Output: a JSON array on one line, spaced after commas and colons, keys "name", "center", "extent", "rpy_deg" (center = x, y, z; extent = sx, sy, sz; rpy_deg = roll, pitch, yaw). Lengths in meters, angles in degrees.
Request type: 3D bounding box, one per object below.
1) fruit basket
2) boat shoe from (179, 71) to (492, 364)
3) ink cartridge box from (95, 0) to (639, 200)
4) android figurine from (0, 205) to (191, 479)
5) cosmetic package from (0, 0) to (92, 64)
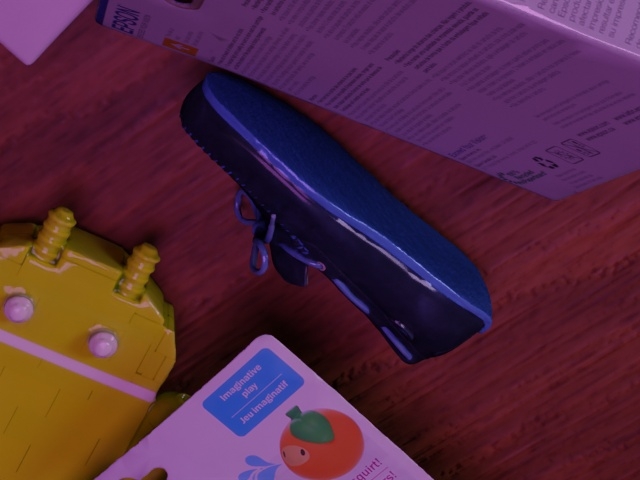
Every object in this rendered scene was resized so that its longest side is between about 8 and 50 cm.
[{"name": "fruit basket", "center": [-0.027, 0.278, 1.152], "extent": [0.327, 0.165, 0.353], "rpy_deg": [-41, 114, 18]}, {"name": "boat shoe", "center": [0.000, 0.000, 1.069], "extent": [0.258, 0.109, 0.089], "rpy_deg": [42, 115, -14]}, {"name": "ink cartridge box", "center": [0.048, -0.124, 0.904], "extent": [0.330, 0.324, 0.071], "rpy_deg": [22, 81, -9]}, {"name": "android figurine", "center": [-0.205, 0.100, 1.136], "extent": [0.248, 0.056, 0.273], "rpy_deg": [26, 111, -16]}, {"name": "cosmetic package", "center": [-0.137, -0.229, 0.981], "extent": [0.231, 0.085, 0.117], "rpy_deg": [-40, 107, 19]}]
